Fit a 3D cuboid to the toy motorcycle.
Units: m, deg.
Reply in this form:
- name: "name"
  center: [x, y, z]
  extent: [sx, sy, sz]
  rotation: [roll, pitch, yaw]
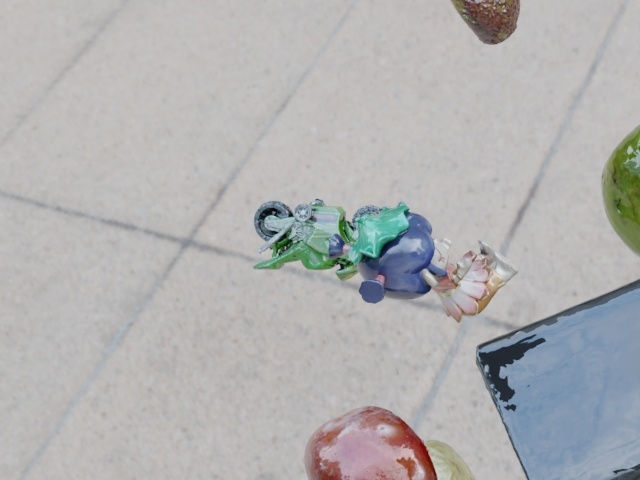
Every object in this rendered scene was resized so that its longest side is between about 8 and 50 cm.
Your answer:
- name: "toy motorcycle"
  center: [0.000, 0.000, 1.495]
  extent: [0.190, 0.106, 0.074]
  rotation: [3, 8, 17]

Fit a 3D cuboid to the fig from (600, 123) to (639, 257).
- name: "fig"
  center: [0.555, -0.044, 1.719]
  extent: [0.233, 0.233, 0.314]
  rotation: [-6, 58, 11]

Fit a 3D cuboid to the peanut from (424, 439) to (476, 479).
- name: "peanut"
  center: [0.201, 0.403, 1.863]
  extent: [0.140, 0.159, 0.109]
  rotation: [44, 86, 12]

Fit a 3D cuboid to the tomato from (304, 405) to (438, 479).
- name: "tomato"
  center: [0.036, 0.252, 1.161]
  extent: [0.091, 0.139, 0.159]
  rotation: [-19, -1, -40]

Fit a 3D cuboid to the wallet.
- name: "wallet"
  center: [0.395, 0.138, 1.252]
  extent: [0.406, 0.062, 0.228]
  rotation: [-24, 58, 6]

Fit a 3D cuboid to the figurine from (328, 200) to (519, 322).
- name: "figurine"
  center: [0.112, 0.029, 1.199]
  extent: [0.102, 0.195, 0.111]
  rotation: [-61, 27, 9]

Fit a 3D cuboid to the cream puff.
- name: "cream puff"
  center: [0.241, -0.362, 1.636]
  extent: [0.084, 0.149, 0.149]
  rotation: [-32, 43, 18]
